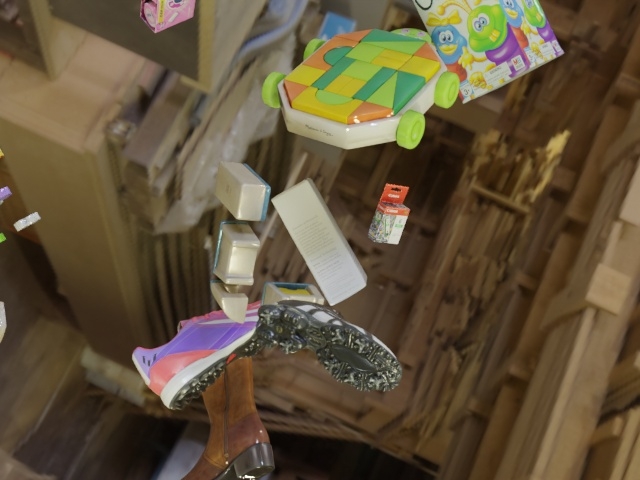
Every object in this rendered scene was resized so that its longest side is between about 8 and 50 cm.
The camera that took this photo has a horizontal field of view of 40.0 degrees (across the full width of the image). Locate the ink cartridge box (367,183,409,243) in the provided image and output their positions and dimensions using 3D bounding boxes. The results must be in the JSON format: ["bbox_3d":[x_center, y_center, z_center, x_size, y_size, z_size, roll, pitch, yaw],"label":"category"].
[{"bbox_3d":[0.141,-0.052,1.740,0.029,0.062,0.115,41,-62,50],"label":"ink cartridge box"}]

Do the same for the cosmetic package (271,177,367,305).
[{"bbox_3d":[0.000,0.000,1.674,0.085,0.231,0.117,-31,-178,6],"label":"cosmetic package"}]

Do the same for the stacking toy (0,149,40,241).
[{"bbox_3d":[-0.687,-0.088,1.866,0.052,0.167,0.221,-34,-171,-38],"label":"stacking toy"}]

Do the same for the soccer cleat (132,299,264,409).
[{"bbox_3d":[-0.170,0.155,1.476,0.318,0.116,0.109,-35,160,-43],"label":"soccer cleat"}]

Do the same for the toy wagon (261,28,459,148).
[{"bbox_3d":[0.084,-0.264,1.402,0.344,0.267,0.068,-48,146,-36],"label":"toy wagon"}]

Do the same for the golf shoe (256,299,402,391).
[{"bbox_3d":[0.020,0.118,1.099,0.094,0.198,0.077,-32,143,-61],"label":"golf shoe"}]

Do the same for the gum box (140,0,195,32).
[{"bbox_3d":[-0.332,-0.561,1.938,0.107,0.062,0.188,-32,161,-29],"label":"gum box"}]

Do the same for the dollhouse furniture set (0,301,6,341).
[{"bbox_3d":[-0.599,0.278,1.346,0.286,0.198,0.303,-37,-120,51],"label":"dollhouse furniture set"}]

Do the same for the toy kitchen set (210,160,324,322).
[{"bbox_3d":[-0.072,0.005,1.295,0.122,0.166,0.207,-136,-126,-60],"label":"toy kitchen set"}]

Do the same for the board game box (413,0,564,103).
[{"bbox_3d":[0.263,-0.394,1.474,0.144,0.275,0.142,-25,-178,42],"label":"board game box"}]

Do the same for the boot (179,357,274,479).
[{"bbox_3d":[-0.237,0.398,1.877,0.264,0.096,0.280,-34,-125,23],"label":"boot"}]
